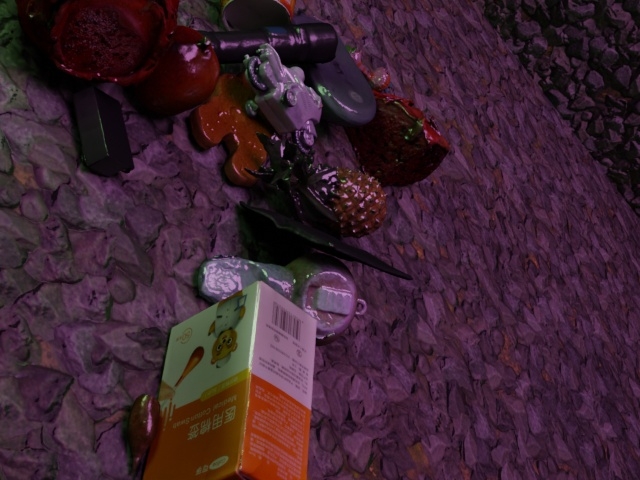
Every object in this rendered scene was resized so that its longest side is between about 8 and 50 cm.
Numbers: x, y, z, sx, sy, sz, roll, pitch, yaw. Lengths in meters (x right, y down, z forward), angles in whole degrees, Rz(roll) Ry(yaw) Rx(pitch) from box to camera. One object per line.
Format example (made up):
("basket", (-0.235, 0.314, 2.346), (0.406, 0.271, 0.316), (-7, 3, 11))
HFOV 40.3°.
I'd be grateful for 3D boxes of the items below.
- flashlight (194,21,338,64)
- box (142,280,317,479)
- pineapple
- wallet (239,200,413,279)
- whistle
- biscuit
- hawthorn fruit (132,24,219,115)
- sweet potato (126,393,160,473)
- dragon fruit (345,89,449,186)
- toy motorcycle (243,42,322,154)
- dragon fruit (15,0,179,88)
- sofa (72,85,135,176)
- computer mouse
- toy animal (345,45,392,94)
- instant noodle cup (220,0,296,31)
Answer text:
("flashlight", (-0.139, -0.422, 1.906), (0.424, 0.103, 0.103), (-15, 76, -40))
("box", (-0.137, 0.264, 1.349), (0.143, 0.225, 0.341), (38, 38, -32))
("pineapple", (-0.011, -0.109, 1.865), (0.364, 0.165, 0.166), (20, 50, -46))
("wallet", (0.000, 0.000, 1.721), (0.247, 0.323, 0.041), (21, 91, -42))
("whistle", (-0.074, 0.100, 1.657), (0.347, 0.189, 0.189), (12, 52, -22))
("biscuit", (-0.169, -0.256, 1.872), (0.202, 0.047, 0.334), (48, 37, -21))
("hawthorn fruit", (-0.268, -0.325, 1.664), (0.169, 0.188, 0.169), (25, 56, -45))
("sweet potato", (-0.272, 0.294, 1.318), (0.049, 0.049, 0.117), (31, 53, -36))
("dragon fruit", (0.155, -0.279, 2.233), (0.330, 0.302, 0.240), (44, 66, 4))
("toy motorcycle", (-0.074, -0.316, 1.895), (0.260, 0.110, 0.171), (53, 39, -36))
("dragon fruit", (-0.384, -0.419, 1.503), (0.295, 0.296, 0.302), (26, 14, -41))
("sofa", (-0.385, -0.186, 1.532), (0.085, 0.060, 0.147), (27, 43, -64))
("computer mouse", (0.001, -0.414, 2.153), (0.188, 0.122, 0.371), (-1, 59, -45))
("toy animal", (0.124, -0.444, 2.387), (0.208, 0.100, 0.103), (32, 81, -40))
("instant noodle cup", (-0.143, -0.574, 2.023), (0.213, 0.213, 0.174), (28, 52, -39))
